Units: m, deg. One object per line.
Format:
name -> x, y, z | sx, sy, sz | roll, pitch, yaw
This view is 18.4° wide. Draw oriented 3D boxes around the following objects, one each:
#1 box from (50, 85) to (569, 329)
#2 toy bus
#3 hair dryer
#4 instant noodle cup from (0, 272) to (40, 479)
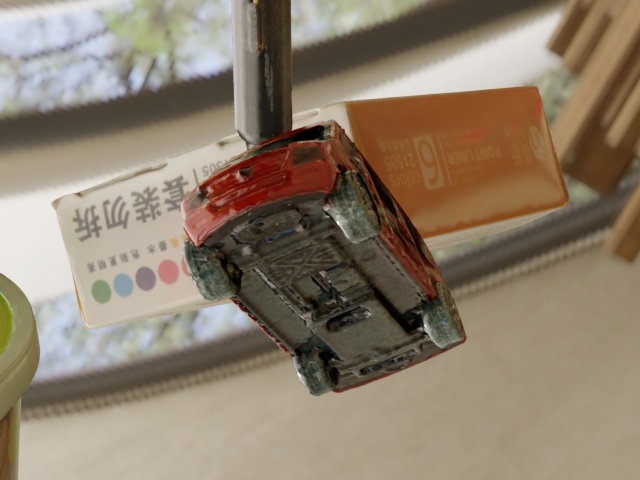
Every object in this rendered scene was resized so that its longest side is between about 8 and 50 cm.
box -> 0.002, -0.022, 1.217 | 0.274, 0.220, 0.091 | -10, -96, -62
toy bus -> 0.000, 0.000, 0.901 | 0.195, 0.081, 0.089 | 47, -157, -58
hair dryer -> -0.048, -0.115, 0.971 | 0.173, 0.195, 0.050 | 16, -156, 5
instant noodle cup -> -0.347, 0.194, 1.443 | 0.294, 0.308, 0.294 | 2, -145, -2
